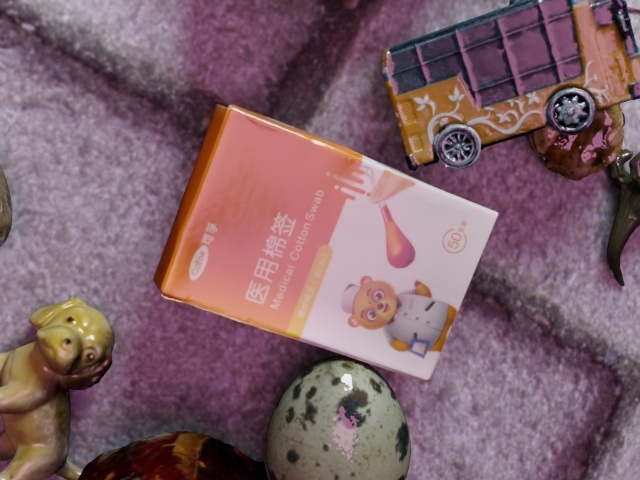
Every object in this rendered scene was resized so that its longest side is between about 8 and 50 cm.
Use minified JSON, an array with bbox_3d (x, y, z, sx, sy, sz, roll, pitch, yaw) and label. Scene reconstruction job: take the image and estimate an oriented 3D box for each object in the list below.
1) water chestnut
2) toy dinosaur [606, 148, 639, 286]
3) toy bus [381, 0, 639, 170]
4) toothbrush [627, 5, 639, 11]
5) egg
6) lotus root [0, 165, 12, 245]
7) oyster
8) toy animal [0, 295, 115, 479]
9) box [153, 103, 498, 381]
[{"bbox_3d":[-0.199,0.397,0.952,0.347,0.335,0.335,-16,102,6],"label":"water chestnut"},{"bbox_3d":[0.451,-0.045,1.097,0.187,0.087,0.178,-26,102,-4],"label":"toy dinosaur"},{"bbox_3d":[0.219,-0.192,0.963,0.275,0.138,0.167,-15,100,16],"label":"toy bus"},{"bbox_3d":[0.405,-0.300,1.085,0.097,0.006,0.008,3,90,-11],"label":"toothbrush"},{"bbox_3d":[0.022,0.238,1.012,0.177,0.177,0.228,-1,120,-10],"label":"egg"},{"bbox_3d":[-0.451,-0.112,0.901,0.158,0.140,0.322,-25,98,20],"label":"lotus root"},{"bbox_3d":[0.305,-0.244,1.043,0.129,0.078,0.344,-7,99,13],"label":"oyster"},{"bbox_3d":[-0.334,0.181,0.982,0.169,0.121,0.233,5,103,-25],"label":"toy animal"},{"bbox_3d":[0.000,0.000,0.994,0.342,0.143,0.224,20,95,-14],"label":"box"}]
